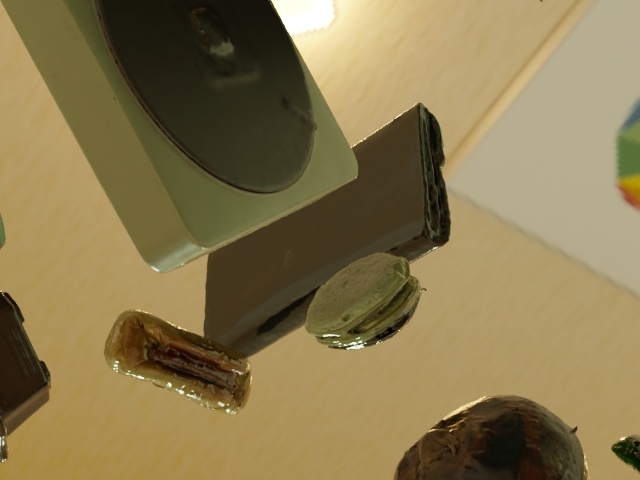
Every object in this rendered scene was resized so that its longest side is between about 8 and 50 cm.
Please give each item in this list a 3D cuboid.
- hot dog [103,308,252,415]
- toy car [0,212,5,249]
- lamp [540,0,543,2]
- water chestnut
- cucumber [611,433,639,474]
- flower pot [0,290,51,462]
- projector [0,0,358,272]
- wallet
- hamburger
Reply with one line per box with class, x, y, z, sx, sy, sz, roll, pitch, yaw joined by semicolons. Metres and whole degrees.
hot dog;-0.162;0.157;1.906;0.073;0.084;0.242;11;166;45
toy car;-0.355;-0.097;1.288;0.136;0.125;0.306;-14;-95;-46
lamp;0.251;-0.409;1.887;0.250;0.250;0.284;26;-129;-35
water chestnut;0.183;0.274;1.537;0.238;0.224;0.224;23;-159;-18
cucumber;0.303;0.201;1.382;0.039;0.039;0.168;34;180;-14
flower pot;-0.347;0.114;1.507;0.251;0.084;0.179;-1;115;58
projector;-0.104;-0.122;1.104;0.259;0.079;0.257;61;-149;1
wallet;0.001;0.001;2.033;0.062;0.406;0.228;33;-139;-34
hamburger;0.049;0.070;1.690;0.062;0.133;0.140;57;-156;-21
